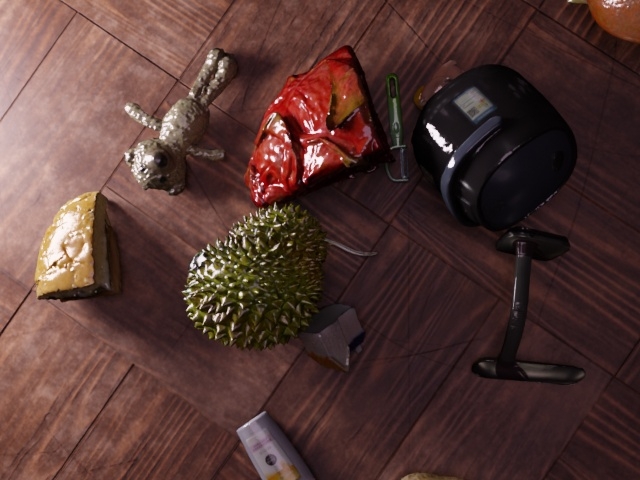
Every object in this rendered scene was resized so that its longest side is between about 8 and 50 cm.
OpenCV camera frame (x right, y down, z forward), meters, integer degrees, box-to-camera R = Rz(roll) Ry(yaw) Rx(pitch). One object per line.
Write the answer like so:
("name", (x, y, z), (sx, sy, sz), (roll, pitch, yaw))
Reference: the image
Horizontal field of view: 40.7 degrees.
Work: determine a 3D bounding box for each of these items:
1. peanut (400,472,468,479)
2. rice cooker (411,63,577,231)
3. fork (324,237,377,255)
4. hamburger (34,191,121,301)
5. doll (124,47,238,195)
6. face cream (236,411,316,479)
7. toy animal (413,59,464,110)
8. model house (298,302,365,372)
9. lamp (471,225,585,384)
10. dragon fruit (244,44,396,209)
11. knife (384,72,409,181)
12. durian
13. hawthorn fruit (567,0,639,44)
("peanut", (0.225, 0.467, 1.561), (0.174, 0.080, 0.080), (6, 86, 5))
("rice cooker", (0.292, -0.164, 1.507), (0.267, 0.267, 0.224), (-39, 56, 0))
("fork", (0.002, -0.006, 1.633), (0.219, 0.034, 0.028), (16, 95, 5))
("hamburger", (-0.459, 0.009, 1.614), (0.155, 0.135, 0.208), (-3, 83, 2))
("doll", (-0.249, -0.221, 1.648), (0.286, 0.091, 0.203), (-33, 96, -9))
("face cream", (-0.075, 0.417, 1.595), (0.084, 0.057, 0.198), (-35, 84, 2))
("toy animal", (0.236, -0.277, 1.612), (0.114, 0.082, 0.091), (-44, 86, -1))
("model house", (0.025, 0.183, 1.600), (0.100, 0.088, 0.100), (-36, 110, -30))
("lamp", (0.402, 0.128, 1.557), (0.203, 0.124, 0.283), (10, 89, -5))
("dragon fruit", (-0.001, -0.155, 1.584), (0.330, 0.302, 0.240), (-41, 113, 18))
("knife", (0.136, -0.215, 1.649), (0.054, 0.015, 0.212), (-4, 86, 11))
("durian", (-0.103, 0.073, 1.520), (0.291, 0.291, 0.225), (-38, 94, 0))
("hawthorn fruit", (0.577, -0.449, 1.563), (0.251, 0.199, 0.199), (4, 86, 20))
